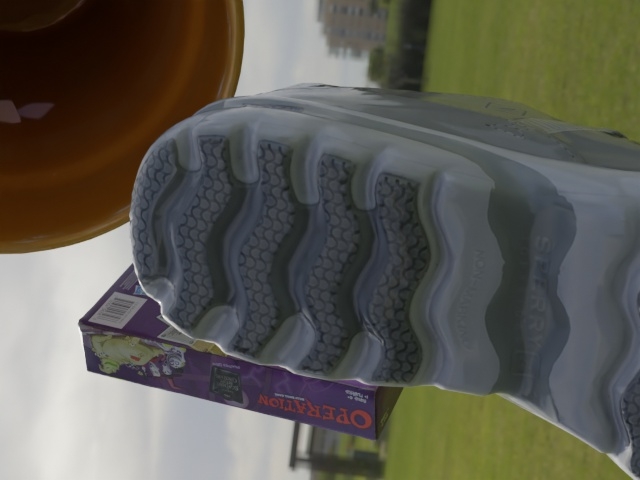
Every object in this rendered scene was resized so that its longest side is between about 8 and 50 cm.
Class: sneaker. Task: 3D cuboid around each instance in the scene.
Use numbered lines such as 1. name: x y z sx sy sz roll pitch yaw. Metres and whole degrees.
1. sneaker: 0.092 0.002 0.362 0.115 0.281 0.105 -62 -9 -60

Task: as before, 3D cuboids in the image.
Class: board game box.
1. board game box: 0.000 0.000 0.883 0.347 0.208 0.056 -54 -35 -51

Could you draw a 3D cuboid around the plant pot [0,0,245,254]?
1. plant pot: -0.152 -0.127 0.574 0.188 0.205 0.205 -113 25 -57
